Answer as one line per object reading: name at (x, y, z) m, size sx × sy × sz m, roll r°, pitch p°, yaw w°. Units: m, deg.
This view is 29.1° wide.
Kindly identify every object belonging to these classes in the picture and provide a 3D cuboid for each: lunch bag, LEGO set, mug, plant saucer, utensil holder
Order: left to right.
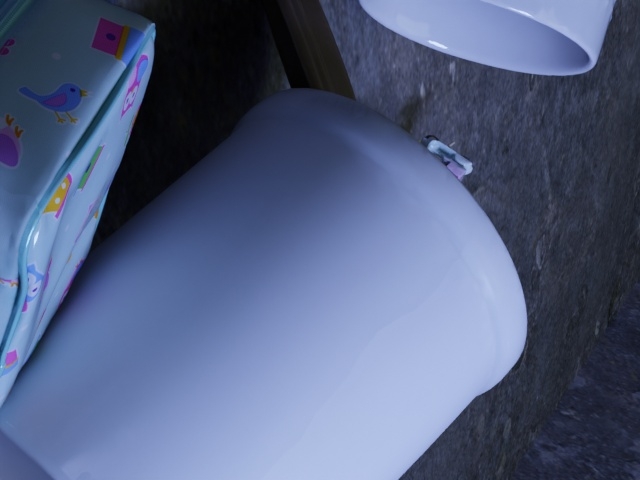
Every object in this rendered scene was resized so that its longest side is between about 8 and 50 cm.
lunch bag at (-0.200, -0.021, 0.780) m, size 0.279 × 0.108 × 0.224 m, roll 122°, pitch -10°, yaw -49°
utensil holder at (-0.073, 0.114, 1.024) m, size 0.385 × 0.327 × 0.327 m, roll -42°, pitch 148°, yaw -26°
plant saucer at (-0.003, -0.152, 1.191) m, size 0.041 × 0.278 × 0.278 m, roll -21°, pitch 146°, yaw -1°
LEGO set at (0.108, -0.020, 1.684) m, size 0.107 × 0.132 × 0.287 m, roll -33°, pitch 148°, yaw -35°
mug at (0.218, -0.386, 1.316) m, size 0.374 × 0.276 × 0.328 m, roll 113°, pitch -6°, yaw -87°

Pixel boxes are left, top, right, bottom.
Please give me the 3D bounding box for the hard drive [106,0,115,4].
hard drive at (-0.212, -0.209, 0.847) m, size 0.254 × 0.054 × 0.172 m, roll 56°, pitch 19°, yaw -58°
